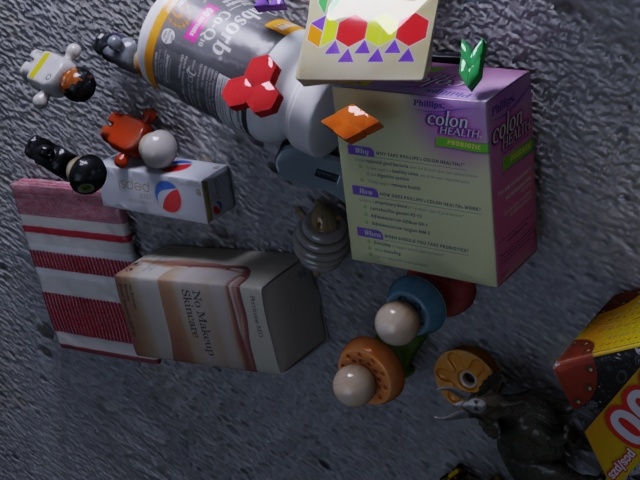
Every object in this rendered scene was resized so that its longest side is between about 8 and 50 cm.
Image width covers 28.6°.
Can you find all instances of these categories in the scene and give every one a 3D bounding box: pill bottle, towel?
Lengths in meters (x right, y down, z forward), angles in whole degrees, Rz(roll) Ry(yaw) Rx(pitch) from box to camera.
[{"bbox_3d":[-0.091,-0.226,1.663,0.278,0.162,0.162,28,128,22],"label":"pill bottle"},{"bbox_3d":[-0.391,0.050,2.134,0.237,0.037,0.329,6,119,33],"label":"towel"}]

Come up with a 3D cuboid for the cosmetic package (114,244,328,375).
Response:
[{"bbox_3d":[-0.153,0.102,1.915,0.296,0.129,0.153,1,114,36],"label":"cosmetic package"}]

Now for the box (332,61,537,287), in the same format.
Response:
[{"bbox_3d":[0.145,-0.089,1.558,0.213,0.117,0.243,10,121,33],"label":"box"}]

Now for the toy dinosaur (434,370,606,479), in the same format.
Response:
[{"bbox_3d":[0.295,0.273,1.694,0.160,0.121,0.313,-2,136,36],"label":"toy dinosaur"}]

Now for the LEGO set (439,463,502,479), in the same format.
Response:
[{"bbox_3d":[0.222,0.505,1.785,0.255,0.192,0.331,-37,82,46],"label":"LEGO set"}]

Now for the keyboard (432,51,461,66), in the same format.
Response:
[{"bbox_3d":[0.182,-0.151,1.591,0.108,0.023,0.180,9,120,35],"label":"keyboard"}]

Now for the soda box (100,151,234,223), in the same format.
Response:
[{"bbox_3d":[-0.238,-0.084,1.918,0.216,0.069,0.074,10,120,33],"label":"soda box"}]

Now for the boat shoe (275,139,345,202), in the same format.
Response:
[{"bbox_3d":[0.027,-0.094,1.717,0.183,0.083,0.065,22,110,-7],"label":"boat shoe"}]

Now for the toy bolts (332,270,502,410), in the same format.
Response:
[{"bbox_3d":[0.133,0.154,1.705,0.218,0.158,0.228,28,128,22],"label":"toy bolts"}]

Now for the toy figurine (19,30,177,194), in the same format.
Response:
[{"bbox_3d":[-0.316,-0.188,1.822,0.148,0.213,0.209,26,124,39],"label":"toy figurine"}]

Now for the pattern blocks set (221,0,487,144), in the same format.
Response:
[{"bbox_3d":[0.055,-0.250,1.505,0.325,0.026,0.285,13,77,29],"label":"pattern blocks set"}]

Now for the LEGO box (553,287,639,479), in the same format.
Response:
[{"bbox_3d":[0.570,0.205,1.376,0.500,0.193,0.372,-20,101,42],"label":"LEGO box"}]

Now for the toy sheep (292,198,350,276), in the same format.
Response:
[{"bbox_3d":[0.000,0.000,1.775,0.091,0.091,0.132,28,142,23],"label":"toy sheep"}]
